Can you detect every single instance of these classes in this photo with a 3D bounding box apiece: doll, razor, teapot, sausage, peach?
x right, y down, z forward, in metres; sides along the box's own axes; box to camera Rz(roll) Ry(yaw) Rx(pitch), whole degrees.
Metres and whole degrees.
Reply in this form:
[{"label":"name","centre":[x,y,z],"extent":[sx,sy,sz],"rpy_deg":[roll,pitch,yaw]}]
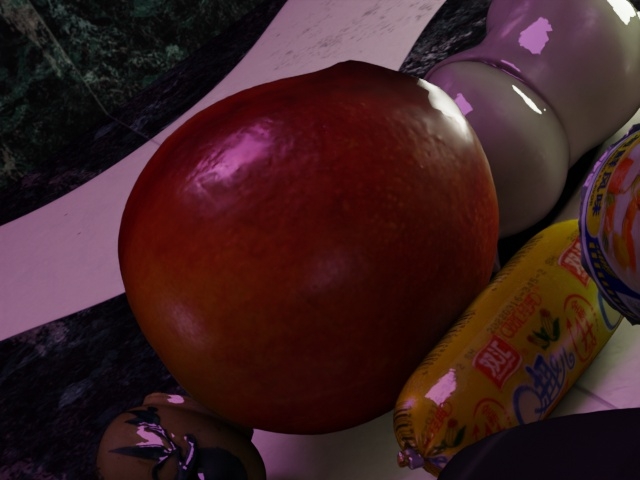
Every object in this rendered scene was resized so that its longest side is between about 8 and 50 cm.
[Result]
[{"label":"doll","centre":[0.235,-0.156,2.131],"extent":[0.370,0.215,0.226],"rpy_deg":[-40,37,-22]},{"label":"razor","centre":[0.222,0.213,1.462],"extent":[0.349,0.113,0.204],"rpy_deg":[-15,25,41]},{"label":"teapot","centre":[-0.155,0.261,1.881],"extent":[0.269,0.173,0.183],"rpy_deg":[-20,47,54]},{"label":"sausage","centre":[0.188,0.099,1.752],"extent":[0.347,0.123,0.123],"rpy_deg":[-46,24,-29]},{"label":"peach","centre":[0.000,0.000,1.857],"extent":[0.388,0.388,0.388],"rpy_deg":[-29,21,12]}]

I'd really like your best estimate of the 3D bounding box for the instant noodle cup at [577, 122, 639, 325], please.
[{"label":"instant noodle cup","centre":[0.371,-0.010,1.565],"extent":[0.284,0.284,0.312],"rpy_deg":[-39,12,-14]}]
